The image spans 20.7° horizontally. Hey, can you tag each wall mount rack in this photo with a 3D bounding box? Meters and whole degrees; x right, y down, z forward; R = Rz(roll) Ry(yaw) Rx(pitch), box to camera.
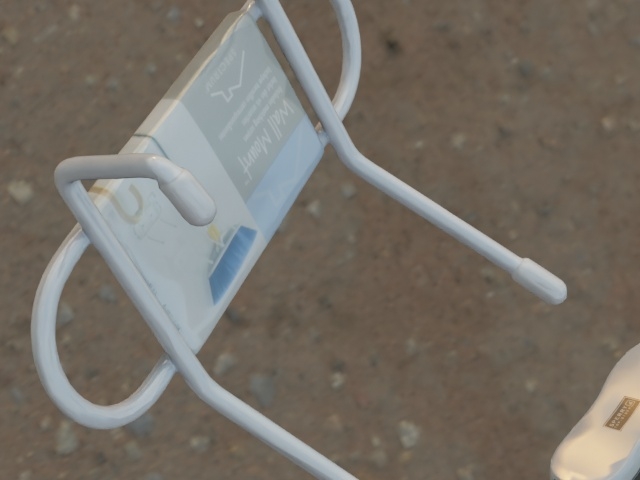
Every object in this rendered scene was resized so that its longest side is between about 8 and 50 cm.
[{"bbox_3d":[0.000,0.000,1.013,0.350,0.130,0.304,-58,132,-34],"label":"wall mount rack"}]

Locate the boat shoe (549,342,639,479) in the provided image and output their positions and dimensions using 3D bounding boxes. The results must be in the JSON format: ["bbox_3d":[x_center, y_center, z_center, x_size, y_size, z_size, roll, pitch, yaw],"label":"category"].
[{"bbox_3d":[0.158,0.092,0.862,0.142,0.049,0.040,-39,132,-36],"label":"boat shoe"}]
